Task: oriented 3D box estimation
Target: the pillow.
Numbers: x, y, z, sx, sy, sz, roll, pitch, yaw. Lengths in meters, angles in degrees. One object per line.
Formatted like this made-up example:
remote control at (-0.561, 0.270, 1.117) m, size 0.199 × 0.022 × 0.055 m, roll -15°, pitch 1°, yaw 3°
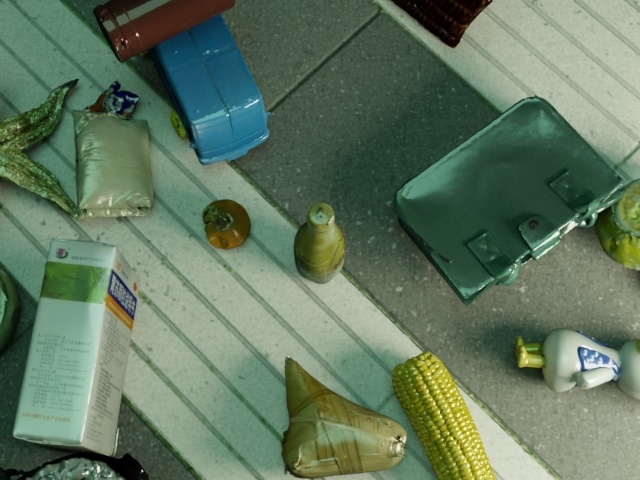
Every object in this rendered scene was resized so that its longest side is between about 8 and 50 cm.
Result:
pillow at (-0.349, -0.123, 1.681) m, size 0.134 × 0.078 × 0.181 m, roll 2°, pitch 72°, yaw -22°

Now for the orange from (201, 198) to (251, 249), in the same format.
orange at (-0.156, -0.029, 1.669) m, size 0.086 × 0.062 × 0.086 m, roll 1°, pitch 73°, yaw -3°

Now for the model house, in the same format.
model house at (0.201, -0.518, 1.732) m, size 0.317 × 0.297 × 0.282 m, roll 44°, pitch 121°, yaw 7°

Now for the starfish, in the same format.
starfish at (-0.554, -0.164, 1.646) m, size 0.358 × 0.078 × 0.347 m, roll 8°, pitch 73°, yaw -32°

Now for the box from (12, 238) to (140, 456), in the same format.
box at (-0.365, 0.170, 1.534) m, size 0.106 × 0.200 × 0.299 m, roll 5°, pitch 73°, yaw 2°

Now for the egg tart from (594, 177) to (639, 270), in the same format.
egg tart at (0.543, -0.033, 1.634) m, size 0.197 × 0.078 × 0.197 m, roll -13°, pitch 54°, yaw 18°

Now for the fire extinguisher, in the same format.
fire extinguisher at (-0.222, -0.387, 1.591) m, size 0.269 × 0.105 × 0.105 m, roll -29°, pitch 75°, yaw -9°

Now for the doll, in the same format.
doll at (0.454, 0.195, 1.577) m, size 0.293 × 0.138 × 0.119 m, roll 10°, pitch 113°, yaw 5°

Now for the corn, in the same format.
corn at (0.193, 0.291, 1.558) m, size 0.093 × 0.093 × 0.244 m, roll -25°, pitch 76°, yaw -8°

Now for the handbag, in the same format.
handbag at (0.300, -0.069, 1.637) m, size 0.326 × 0.089 × 0.238 m, roll -35°, pitch 63°, yaw -7°

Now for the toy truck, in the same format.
toy truck at (-0.222, -0.322, 1.706) m, size 0.161 × 0.162 × 0.385 m, roll -23°, pitch 75°, yaw -8°

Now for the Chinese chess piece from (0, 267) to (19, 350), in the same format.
Chinese chess piece at (-0.581, 0.112, 1.613) m, size 0.188 × 0.083 × 0.188 m, roll 1°, pitch 74°, yaw -3°

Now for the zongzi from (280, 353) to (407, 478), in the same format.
zongzi at (0.032, 0.267, 1.567) m, size 0.194 × 0.099 × 0.197 m, roll -3°, pitch 66°, yaw -1°

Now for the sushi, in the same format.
sushi at (-0.374, 0.426, 1.465) m, size 0.225 × 0.219 × 0.238 m, roll -9°, pitch 67°, yaw -34°

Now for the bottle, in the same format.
bottle at (0.000, 0.000, 1.552) m, size 0.083 × 0.270 × 0.083 m, roll 1°, pitch 72°, yaw -2°

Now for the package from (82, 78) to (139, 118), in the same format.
package at (-0.368, -0.223, 1.743) m, size 0.077 × 0.033 × 0.111 m, roll 40°, pitch 97°, yaw -6°
